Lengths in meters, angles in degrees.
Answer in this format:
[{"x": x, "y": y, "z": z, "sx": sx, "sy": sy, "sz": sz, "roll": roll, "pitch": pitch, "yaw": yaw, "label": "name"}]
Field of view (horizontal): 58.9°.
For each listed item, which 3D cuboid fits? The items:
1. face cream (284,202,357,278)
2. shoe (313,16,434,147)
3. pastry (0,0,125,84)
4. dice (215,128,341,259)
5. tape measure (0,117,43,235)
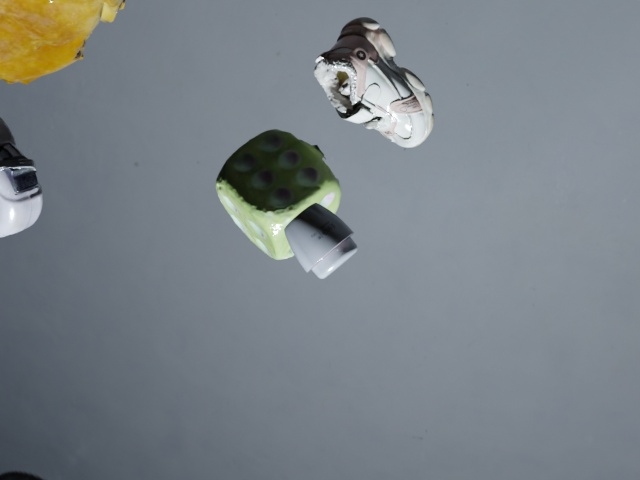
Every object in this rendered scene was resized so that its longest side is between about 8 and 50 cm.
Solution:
[{"x": 0.000, "y": 0.000, "z": 0.834, "sx": 0.091, "sy": 0.091, "sz": 0.095, "roll": -41, "pitch": 86, "yaw": 23, "label": "face cream"}, {"x": 0.123, "y": -0.358, "z": 1.420, "sx": 0.351, "sy": 0.198, "sz": 0.172, "roll": 52, "pitch": 153, "yaw": -14, "label": "shoe"}, {"x": -0.305, "y": -0.259, "z": 0.437, "sx": 0.255, "sy": 0.311, "sz": 0.162, "roll": -18, "pitch": 75, "yaw": 16, "label": "pastry"}, {"x": -0.109, "y": -0.122, "z": 1.510, "sx": 0.252, "sy": 0.250, "sz": 0.254, "roll": 42, "pitch": 72, "yaw": 17, "label": "dice"}, {"x": -0.612, "y": -0.106, "z": 1.056, "sx": 0.197, "sy": 0.120, "sz": 0.236, "roll": 38, "pitch": 124, "yaw": 5, "label": "tape measure"}]
